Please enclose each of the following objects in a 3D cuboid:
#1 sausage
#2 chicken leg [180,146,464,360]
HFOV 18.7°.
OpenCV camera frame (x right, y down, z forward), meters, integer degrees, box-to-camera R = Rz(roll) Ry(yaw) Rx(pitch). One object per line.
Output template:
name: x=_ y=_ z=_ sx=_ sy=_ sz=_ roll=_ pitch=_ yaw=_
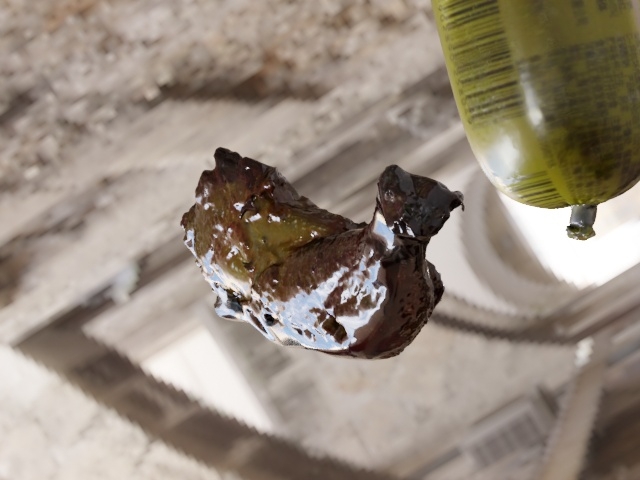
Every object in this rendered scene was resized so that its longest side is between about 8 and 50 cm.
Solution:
sausage: x=0.122 y=-0.169 z=1.155 sx=0.123 sy=0.123 sz=0.347 roll=-15 pitch=-88 yaw=-78
chicken leg: x=0.002 y=0.004 z=0.482 sx=0.062 sy=0.037 sz=0.145 roll=59 pitch=159 yaw=-18
